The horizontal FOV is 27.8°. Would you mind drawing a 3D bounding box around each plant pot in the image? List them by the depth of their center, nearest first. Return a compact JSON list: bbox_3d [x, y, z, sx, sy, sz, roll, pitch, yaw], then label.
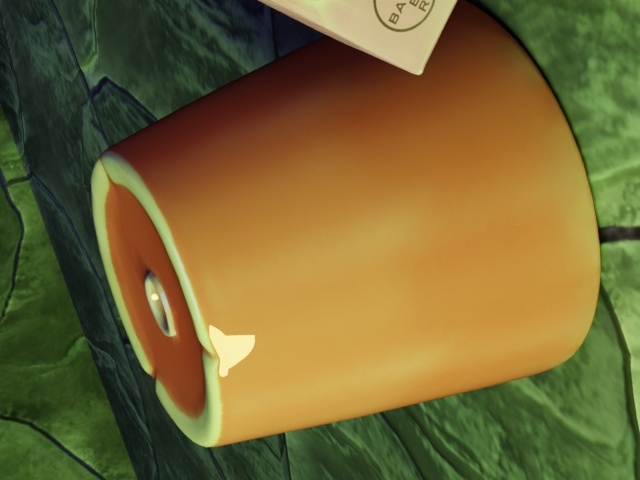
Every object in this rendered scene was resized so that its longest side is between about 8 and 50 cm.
[{"bbox_3d":[0.000,0.000,0.836,0.275,0.243,0.275,50,152,40],"label":"plant pot"}]

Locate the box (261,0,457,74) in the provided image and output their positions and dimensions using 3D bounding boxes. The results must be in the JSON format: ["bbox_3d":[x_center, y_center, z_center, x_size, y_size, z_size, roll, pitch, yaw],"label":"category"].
[{"bbox_3d":[-0.021,-0.227,0.589,0.117,0.243,0.213,36,102,54],"label":"box"}]
